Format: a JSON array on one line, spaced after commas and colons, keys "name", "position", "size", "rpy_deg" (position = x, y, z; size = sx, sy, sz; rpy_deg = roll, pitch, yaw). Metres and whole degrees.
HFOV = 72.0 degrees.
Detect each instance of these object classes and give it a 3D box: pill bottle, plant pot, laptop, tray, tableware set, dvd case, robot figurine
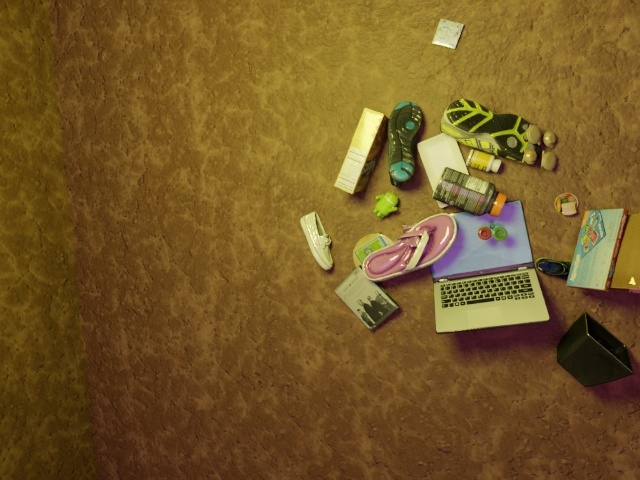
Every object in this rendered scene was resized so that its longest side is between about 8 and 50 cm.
[{"name": "pill bottle", "position": [0.550, -0.170, 1.623], "size": [0.245, 0.130, 0.130], "rpy_deg": [24, 104, 15]}, {"name": "plant pot", "position": [1.069, 0.046, 1.463], "size": [0.237, 0.237, 0.254], "rpy_deg": [5, 85, 19]}, {"name": "laptop", "position": [0.587, 0.097, 1.628], "size": [0.381, 0.408, 0.236], "rpy_deg": [-12, 127, 21]}, {"name": "tray", "position": [0.490, -0.277, 1.716], "size": [0.145, 0.030, 0.270], "rpy_deg": [-20, 90, 22]}, {"name": "tableware set", "position": [0.780, -0.327, 1.558], "size": [0.168, 0.020, 0.141], "rpy_deg": [9, 91, -21]}, {"name": "pill bottle", "position": [0.612, -0.296, 1.651], "size": [0.116, 0.065, 0.065], "rpy_deg": [21, 103, 16]}, {"name": "dvd case", "position": [0.193, 0.245, 1.872], "size": [0.239, 0.029, 0.179], "rpy_deg": [47, 121, 9]}, {"name": "robot figurine", "position": [0.269, -0.147, 1.790], "size": [0.115, 0.067, 0.101], "rpy_deg": [-50, 50, 19]}, {"name": "plant pot", "position": [0.957, 0.404, 1.566], "size": [0.188, 0.187, 0.167], "rpy_deg": [42, 121, 10]}]

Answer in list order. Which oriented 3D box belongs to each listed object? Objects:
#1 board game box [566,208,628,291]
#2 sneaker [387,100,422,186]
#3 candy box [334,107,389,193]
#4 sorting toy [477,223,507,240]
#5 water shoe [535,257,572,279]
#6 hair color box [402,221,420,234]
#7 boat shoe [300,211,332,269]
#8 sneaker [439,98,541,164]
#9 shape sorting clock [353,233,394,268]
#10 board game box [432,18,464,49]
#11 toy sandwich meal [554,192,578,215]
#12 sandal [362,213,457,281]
[{"name": "board game box", "position": [0.940, 0.031, 1.499], "size": [0.027, 0.145, 0.281], "rpy_deg": [20, 84, -20]}, {"name": "sneaker", "position": [0.311, -0.375, 1.715], "size": [0.125, 0.140, 0.341], "rpy_deg": [10, 78, 4]}, {"name": "candy box", "position": [0.172, -0.345, 1.738], "size": [0.087, 0.183, 0.317], "rpy_deg": [25, 104, 16]}, {"name": "sorting toy", "position": [0.635, -0.029, 1.629], "size": [0.102, 0.042, 0.061], "rpy_deg": [5, 87, 14]}, {"name": "water shoe", "position": [0.890, 0.113, 1.596], "size": [0.203, 0.080, 0.073], "rpy_deg": [8, 100, 18]}, {"name": "hair color box", "position": [0.379, 0.001, 1.784], "size": [0.072, 0.043, 0.141], "rpy_deg": [-10, 94, 20]}, {"name": "boat shoe", "position": [0.000, 0.000, 1.891], "size": [0.084, 0.095, 0.258], "rpy_deg": [-27, 89, 25]}, {"name": "sneaker", "position": [0.620, -0.390, 1.608], "size": [0.384, 0.147, 0.145], "rpy_deg": [27, 81, -3]}, {"name": "shape sorting clock", "position": [0.237, 0.071, 1.844], "size": [0.206, 0.040, 0.206], "rpy_deg": [4, 104, 17]}, {"name": "board game box", "position": [0.480, -0.777, 1.659], "size": [0.090, 0.020, 0.090], "rpy_deg": [23, 103, 15]}, {"name": "toy sandwich meal", "position": [0.891, -0.130, 1.591], "size": [0.085, 0.029, 0.086], "rpy_deg": [3, 98, 19]}, {"name": "sandal", "position": [0.338, 0.040, 1.702], "size": [0.416, 0.102, 0.169], "rpy_deg": [-35, 64, 20]}]
